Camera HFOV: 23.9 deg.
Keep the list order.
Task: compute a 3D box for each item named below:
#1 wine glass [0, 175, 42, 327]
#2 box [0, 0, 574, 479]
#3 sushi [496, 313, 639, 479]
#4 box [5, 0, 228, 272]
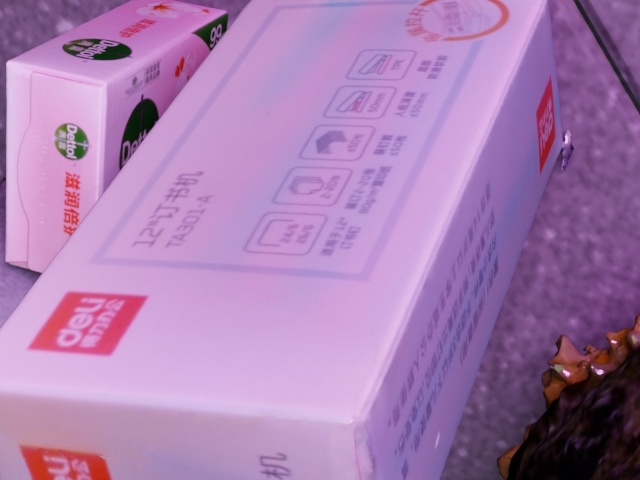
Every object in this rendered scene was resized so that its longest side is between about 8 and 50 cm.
[{"bbox_3d":[-0.123,0.142,0.699,0.190,0.190,0.357,-28,102,29],"label":"wine glass"},{"bbox_3d":[0.000,0.000,0.543,0.135,0.269,0.079,3,126,20],"label":"box"},{"bbox_3d":[0.161,0.194,0.602,0.234,0.207,0.348,14,128,-4],"label":"sushi"},{"bbox_3d":[-0.084,-0.046,0.638,0.043,0.125,0.089,13,116,15],"label":"box"}]
